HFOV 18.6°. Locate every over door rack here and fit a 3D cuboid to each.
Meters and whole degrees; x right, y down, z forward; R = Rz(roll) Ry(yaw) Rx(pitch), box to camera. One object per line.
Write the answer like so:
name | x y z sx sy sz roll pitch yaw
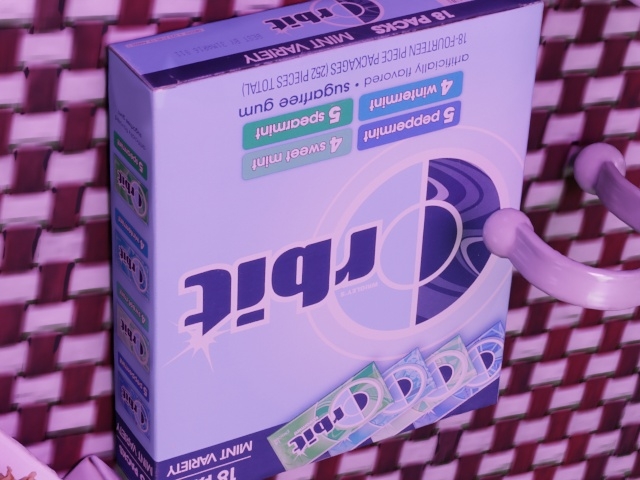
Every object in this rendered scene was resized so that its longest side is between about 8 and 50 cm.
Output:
over door rack | 0.201 -0.110 0.759 0.324 0.108 0.239 -10 126 -46

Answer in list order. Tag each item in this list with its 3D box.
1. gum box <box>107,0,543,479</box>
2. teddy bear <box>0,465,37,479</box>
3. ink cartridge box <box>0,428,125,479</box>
gum box | 0.000 0.000 0.729 0.157 0.041 0.184 -16 127 -26
teddy bear | -0.154 0.184 0.644 0.338 0.113 0.245 -4 123 -33
ink cartridge box | -0.177 0.200 0.729 0.296 0.066 0.261 -45 124 0
